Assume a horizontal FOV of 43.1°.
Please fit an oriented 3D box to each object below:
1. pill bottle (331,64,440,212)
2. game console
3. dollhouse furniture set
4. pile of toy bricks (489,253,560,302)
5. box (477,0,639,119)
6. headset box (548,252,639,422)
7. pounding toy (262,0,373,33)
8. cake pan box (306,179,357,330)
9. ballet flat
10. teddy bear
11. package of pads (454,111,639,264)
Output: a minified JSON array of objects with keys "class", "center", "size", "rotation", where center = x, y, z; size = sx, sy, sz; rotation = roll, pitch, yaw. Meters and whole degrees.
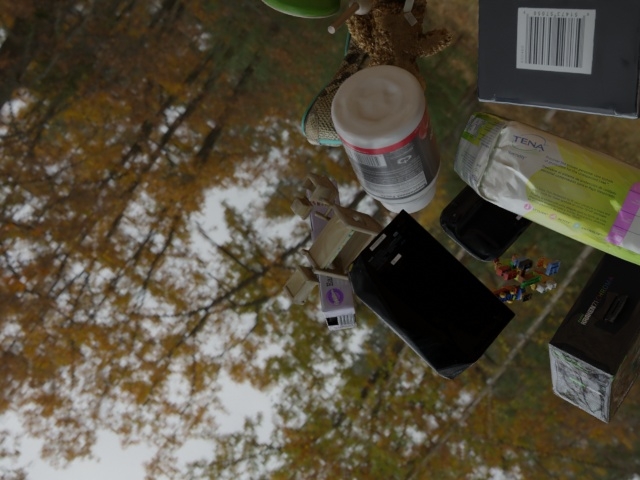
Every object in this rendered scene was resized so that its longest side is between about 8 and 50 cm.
[{"class":"pill bottle","center":[0.142,-0.183,1.604],"size":[0.176,0.176,0.318],"rotation":[47,174,31]},{"class":"game console","center":[0.220,0.003,1.140],"size":[0.213,0.361,0.044],"rotation":[44,160,5]},{"class":"dollhouse furniture set","center":[0.000,0.000,1.467],"size":[0.101,0.182,0.161],"rotation":[14,-149,-42]},{"class":"pile of toy bricks","center":[0.447,0.071,1.870],"size":[0.212,0.118,0.105],"rotation":[-14,-145,-33]},{"class":"box","center":[0.501,-0.358,1.391],"size":[0.395,0.212,0.293],"rotation":[-22,-153,-40]},{"class":"headset box","center":[0.564,0.181,1.582],"size":[0.131,0.246,0.283],"rotation":[28,160,30]},{"class":"pounding toy","center":[-0.015,-0.549,1.711],"size":[0.236,0.110,0.183],"rotation":[29,-139,19]},{"class":"cake pan box","center":[0.024,0.042,1.622],"size":[0.246,0.070,0.267],"rotation":[70,-168,-73]},{"class":"ballet flat","center":[0.113,-0.433,2.142],"size":[0.182,0.483,0.164],"rotation":[13,151,19]},{"class":"teddy bear","center":[0.179,-0.500,1.913],"size":[0.113,0.245,0.338],"rotation":[-128,21,-73]},{"class":"package of pads","center":[0.317,-0.058,0.977],"size":[0.296,0.101,0.229],"rotation":[21,-169,-2]}]
